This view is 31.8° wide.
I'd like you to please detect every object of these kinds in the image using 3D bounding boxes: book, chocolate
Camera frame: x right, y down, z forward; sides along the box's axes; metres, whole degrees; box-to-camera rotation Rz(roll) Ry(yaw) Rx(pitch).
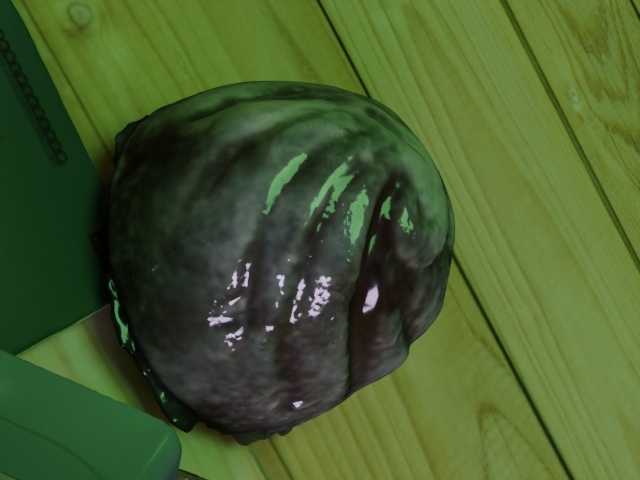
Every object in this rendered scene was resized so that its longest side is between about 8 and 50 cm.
[{"bbox_3d":[-0.300,-0.014,0.745,0.379,0.031,0.264,-33,100,-48],"label":"book"},{"bbox_3d":[0.000,0.000,0.896,0.303,0.213,0.303,28,52,-44],"label":"chocolate"}]

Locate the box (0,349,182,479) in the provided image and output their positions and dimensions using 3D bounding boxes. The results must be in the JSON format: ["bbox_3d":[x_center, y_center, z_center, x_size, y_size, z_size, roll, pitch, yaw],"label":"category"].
[{"bbox_3d":[-0.192,0.155,0.632,0.226,0.162,0.130,21,35,8],"label":"box"}]

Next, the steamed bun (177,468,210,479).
[{"bbox_3d":[-0.113,0.238,0.769,0.144,0.106,0.175,28,52,-35],"label":"steamed bun"}]
